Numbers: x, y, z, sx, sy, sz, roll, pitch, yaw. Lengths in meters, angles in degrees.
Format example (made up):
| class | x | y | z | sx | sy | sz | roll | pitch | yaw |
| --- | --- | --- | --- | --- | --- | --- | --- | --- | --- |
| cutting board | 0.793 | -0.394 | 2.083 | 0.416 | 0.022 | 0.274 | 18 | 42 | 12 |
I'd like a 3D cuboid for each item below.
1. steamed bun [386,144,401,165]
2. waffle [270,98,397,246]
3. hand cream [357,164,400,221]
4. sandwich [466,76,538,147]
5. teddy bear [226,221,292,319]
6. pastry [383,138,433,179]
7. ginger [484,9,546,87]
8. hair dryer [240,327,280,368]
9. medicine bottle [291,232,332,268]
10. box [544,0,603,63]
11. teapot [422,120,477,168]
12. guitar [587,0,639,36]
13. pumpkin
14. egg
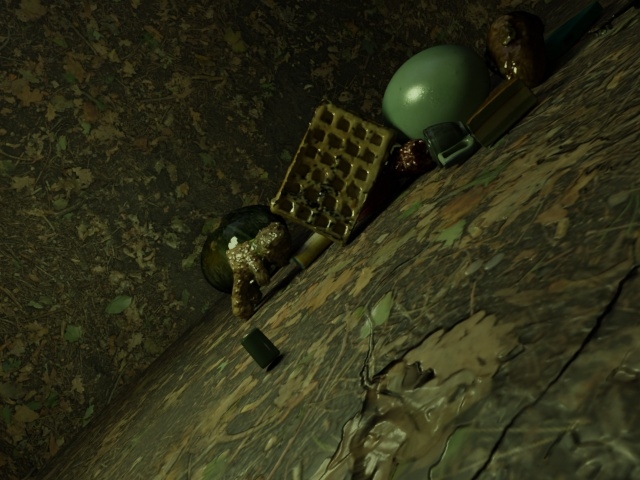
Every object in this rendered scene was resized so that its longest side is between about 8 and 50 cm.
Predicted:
| class | x | y | z | sx | sy | sz | roll | pitch | yaw |
| --- | --- | --- | --- | --- | --- | --- | --- | --- | --- |
| steamed bun | 0.239 | -0.298 | 1.851 | 0.212 | 0.110 | 0.231 | -35 | 7 | 46 |
| waffle | 0.036 | -0.200 | 1.344 | 0.376 | 0.261 | 0.114 | -64 | 3 | -5 |
| hand cream | 0.138 | -0.178 | 1.527 | 0.230 | 0.149 | 0.230 | -42 | 10 | 9 |
| sandwich | 0.397 | -0.284 | 1.051 | 0.163 | 0.079 | 0.113 | -44 | 5 | -1 |
| teddy bear | -0.191 | 0.096 | 1.537 | 0.223 | 0.295 | 0.246 | -7 | 18 | 5 |
| pastry | 0.262 | -0.238 | 1.356 | 0.208 | 0.115 | 0.097 | 169 | 113 | -76 |
| ginger | 0.525 | -0.527 | 1.242 | 0.165 | 0.172 | 0.321 | -41 | 17 | 43 |
| hair dryer | -0.116 | 0.217 | 0.934 | 0.047 | 0.071 | 0.150 | -41 | -9 | -6 |
| medicine bottle | 0.000 | 0.000 | 1.525 | 0.218 | 0.074 | 0.074 | -46 | 8 | -14 |
| box | 0.702 | -0.588 | 1.338 | 0.226 | 0.042 | 0.161 | -46 | 9 | -19 |
| teapot | 0.321 | -0.248 | 1.131 | 0.108 | 0.111 | 0.149 | -26 | 6 | 14 |
| guitar | 0.701 | -0.530 | 1.016 | 0.271 | 0.038 | 0.084 | -41 | 6 | -10 |
| pumpkin | -0.350 | 0.035 | 2.082 | 0.454 | 0.344 | 0.454 | -47 | 7 | 7 |
| egg | 0.334 | -0.416 | 1.353 | 0.276 | 0.276 | 0.389 | -45 | 8 | -21 |
